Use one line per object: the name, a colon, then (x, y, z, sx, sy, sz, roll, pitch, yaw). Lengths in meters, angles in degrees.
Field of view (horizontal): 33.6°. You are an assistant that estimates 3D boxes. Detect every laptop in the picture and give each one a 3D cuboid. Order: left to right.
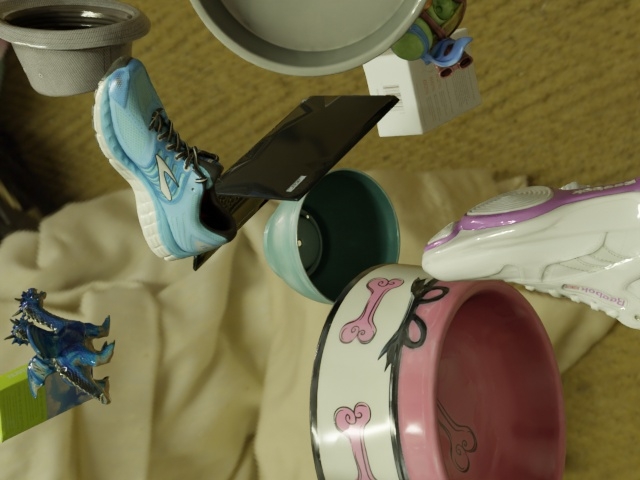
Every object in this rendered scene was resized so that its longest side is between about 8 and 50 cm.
laptop: (-0.037, -0.072, 1.390, 0.136, 0.234, 0.264, 34, 144, 14)

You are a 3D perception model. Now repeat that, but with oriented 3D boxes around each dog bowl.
dog bowl: (0.168, 0.220, 1.322, 0.150, 0.408, 0.408, -11, 109, 37)

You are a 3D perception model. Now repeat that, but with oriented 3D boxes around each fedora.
fedora: (-0.394, -0.301, 1.672, 0.275, 0.243, 0.124, 21, 122, 37)

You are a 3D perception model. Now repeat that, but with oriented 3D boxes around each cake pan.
cake pan: (-0.013, -0.333, 1.183, 0.293, 0.054, 0.293, 1, 109, 3)

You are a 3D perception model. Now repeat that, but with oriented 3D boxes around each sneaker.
sneaker: (-0.102, -0.060, 0.749, 0.073, 0.063, 0.162, -5, 127, 25)
sneaker: (0.236, 0.023, 0.920, 0.305, 0.114, 0.152, -8, 105, 25)

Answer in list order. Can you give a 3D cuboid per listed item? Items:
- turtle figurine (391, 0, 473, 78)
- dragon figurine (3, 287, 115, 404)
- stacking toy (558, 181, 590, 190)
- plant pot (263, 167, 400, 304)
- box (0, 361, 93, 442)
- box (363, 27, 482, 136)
turtle figurine: (0.103, -0.351, 1.341, 0.274, 0.266, 0.198, 26, 129, 10)
dragon figurine: (-0.357, 0.160, 1.442, 0.144, 0.289, 0.085, 2, 116, -17)
stacking toy: (0.484, -0.038, 1.655, 0.221, 0.052, 0.167, -27, 64, 40)
plant pot: (0.000, 0.000, 2.278, 0.196, 0.293, 0.293, -5, 113, 49)
box: (-0.462, 0.248, 1.753, 0.042, 0.178, 0.109, 29, 128, 35)
box: (0.164, -0.251, 1.685, 0.091, 0.170, 0.130, 1, 112, 44)
